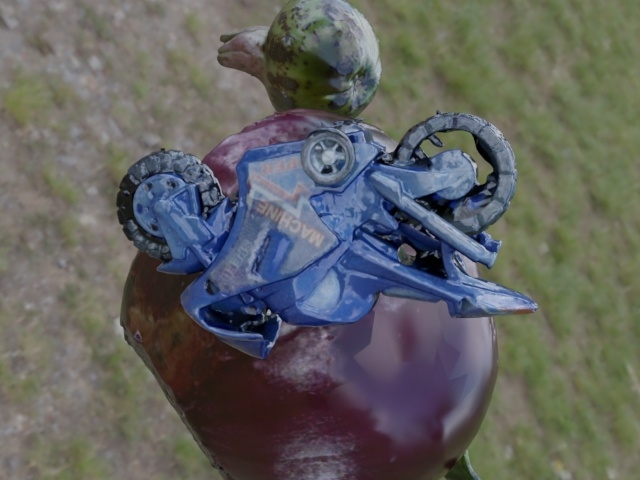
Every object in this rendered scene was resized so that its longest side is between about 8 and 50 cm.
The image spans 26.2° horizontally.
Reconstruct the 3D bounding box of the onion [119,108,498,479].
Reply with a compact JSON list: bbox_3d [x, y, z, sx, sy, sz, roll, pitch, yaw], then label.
[{"bbox_3d":[0.006,0.081,1.076,0.260,0.282,0.336,52,-24,30],"label":"onion"}]

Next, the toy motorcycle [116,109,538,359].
[{"bbox_3d":[0.000,0.000,0.682,0.076,0.205,0.114,-36,119,-78],"label":"toy motorcycle"}]

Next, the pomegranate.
[{"bbox_3d":[-0.020,-0.174,1.358,0.125,0.163,0.138,-99,-175,-50],"label":"pomegranate"}]

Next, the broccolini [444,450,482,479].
[{"bbox_3d":[0.132,0.196,1.247,0.074,0.058,0.201,37,-2,-38],"label":"broccolini"}]
